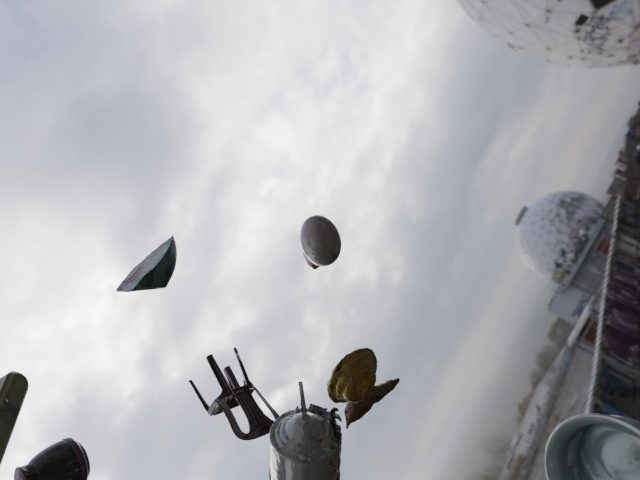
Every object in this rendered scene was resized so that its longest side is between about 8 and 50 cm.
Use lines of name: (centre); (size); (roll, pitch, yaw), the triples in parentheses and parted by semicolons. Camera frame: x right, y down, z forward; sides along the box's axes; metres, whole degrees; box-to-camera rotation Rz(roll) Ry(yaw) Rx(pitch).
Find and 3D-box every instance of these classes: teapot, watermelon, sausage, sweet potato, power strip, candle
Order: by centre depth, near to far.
power strip: (-0.580, 0.367, 0.986); (0.092, 0.387, 0.066); (-29, -59, 6)
teapot: (-0.606, 0.512, 1.317); (0.146, 0.148, 0.116); (-13, -89, -46)
watermelon: (-0.376, 0.064, 1.329); (0.180, 0.094, 0.081); (-46, -38, -33)
candle: (-0.038, 0.506, 1.462); (0.187, 0.187, 0.330); (-38, -43, -49)
sweet potato: (0.123, 0.392, 1.510); (0.226, 0.068, 0.068); (-27, -37, -41)
sausage: (-0.029, 0.055, 1.821); (0.035, 0.030, 0.147); (-57, 17, 6)

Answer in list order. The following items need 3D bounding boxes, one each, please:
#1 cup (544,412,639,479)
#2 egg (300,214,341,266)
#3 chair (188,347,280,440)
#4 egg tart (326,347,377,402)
cup: (0.798, 0.609, 1.581); (0.163, 0.347, 0.347); (-9, -52, -43)
egg: (0.000, 0.000, 1.518); (0.103, 0.135, 0.103); (-16, -10, -3)
chair: (-0.286, 0.550, 2.022); (0.176, 0.326, 0.183); (-12, -33, -38)
egg tart: (0.070, 0.268, 1.154); (0.129, 0.049, 0.128); (-20, -55, -32)
